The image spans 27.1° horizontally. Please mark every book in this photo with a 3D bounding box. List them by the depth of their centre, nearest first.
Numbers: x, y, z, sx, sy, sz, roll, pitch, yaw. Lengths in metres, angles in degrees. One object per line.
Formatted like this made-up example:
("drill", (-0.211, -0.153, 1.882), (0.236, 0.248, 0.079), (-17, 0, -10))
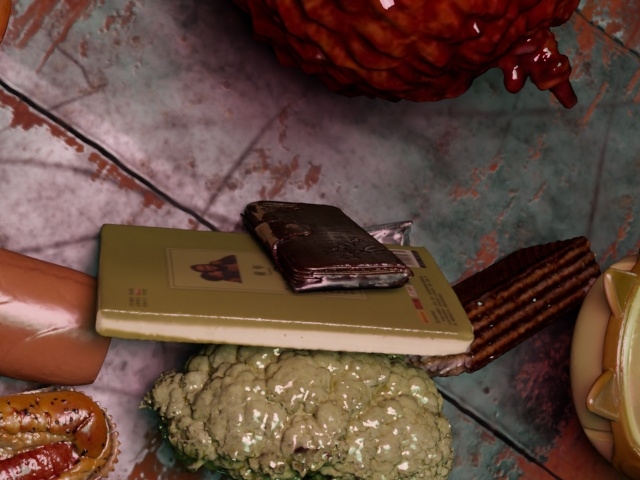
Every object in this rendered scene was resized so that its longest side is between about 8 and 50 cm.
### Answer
("book", (-0.042, 0.044, 1.313), (0.352, 0.239, 0.035), (4, 111, -9))

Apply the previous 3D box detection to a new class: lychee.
("lychee", (0.104, -0.333, 1.340), (0.500, 0.424, 0.424), (44, 70, -3))

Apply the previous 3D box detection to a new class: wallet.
("wallet", (0.000, 0.000, 1.353), (0.122, 0.232, 0.031), (1, 108, -18))

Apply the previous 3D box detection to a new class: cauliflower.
("cauliflower", (-0.029, 0.204, 1.324), (0.272, 0.275, 0.250), (-13, 119, -37))

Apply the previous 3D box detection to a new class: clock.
("clock", (0.392, 0.136, 1.458), (0.348, 0.117, 0.286), (18, 78, -40))

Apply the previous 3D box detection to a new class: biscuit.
("biscuit", (0.190, 0.073, 1.434), (0.252, 0.106, 0.070), (-27, 97, -36))

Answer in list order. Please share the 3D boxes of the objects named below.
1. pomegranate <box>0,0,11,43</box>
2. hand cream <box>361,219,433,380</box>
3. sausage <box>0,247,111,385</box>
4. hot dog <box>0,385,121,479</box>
("pomegranate", (-0.392, -0.237, 1.277), (0.191, 0.191, 0.191), (3, 80, -19))
("hand cream", (0.087, 0.101, 1.453), (0.075, 0.052, 0.247), (-9, 84, -21))
("sausage", (-0.349, 0.060, 1.274), (0.304, 0.121, 0.121), (14, 77, -17))
("hot dog", (-0.320, 0.215, 1.286), (0.253, 0.069, 0.131), (-14, 85, -22))
